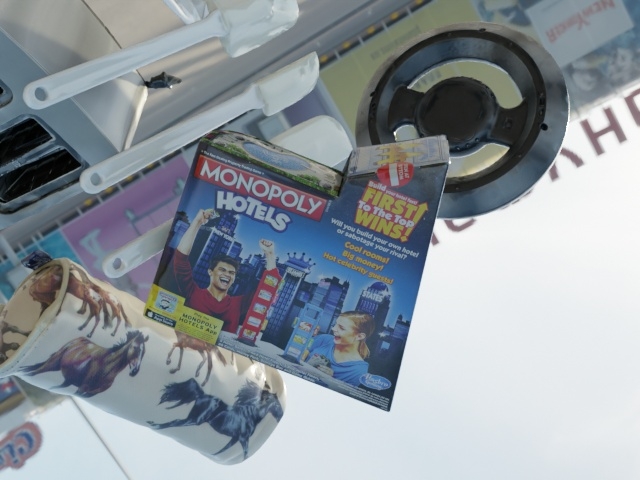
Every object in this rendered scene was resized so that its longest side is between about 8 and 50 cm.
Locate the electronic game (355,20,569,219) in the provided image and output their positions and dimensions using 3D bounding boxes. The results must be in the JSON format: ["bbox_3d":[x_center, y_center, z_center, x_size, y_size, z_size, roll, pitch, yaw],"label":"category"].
[{"bbox_3d":[0.147,-0.132,0.767,0.229,0.229,0.048,-28,156,12],"label":"electronic game"}]

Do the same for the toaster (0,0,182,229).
[{"bbox_3d":[-0.231,-0.113,0.518,0.185,0.168,0.110,-20,-136,19],"label":"toaster"}]

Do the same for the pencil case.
[{"bbox_3d":[-0.227,0.170,0.936,0.183,0.410,0.160,13,-108,50],"label":"pencil case"}]

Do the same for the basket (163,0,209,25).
[{"bbox_3d":[-0.165,-0.328,0.764,0.113,0.103,0.167,-49,161,2],"label":"basket"}]

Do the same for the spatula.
[{"bbox_3d":[-0.083,-0.092,0.520,0.242,0.168,0.019,-34,-154,-33],"label":"spatula"}]

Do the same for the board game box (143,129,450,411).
[{"bbox_3d":[0.000,0.000,0.492,0.060,0.194,0.194,-77,-169,-64],"label":"board game box"}]
